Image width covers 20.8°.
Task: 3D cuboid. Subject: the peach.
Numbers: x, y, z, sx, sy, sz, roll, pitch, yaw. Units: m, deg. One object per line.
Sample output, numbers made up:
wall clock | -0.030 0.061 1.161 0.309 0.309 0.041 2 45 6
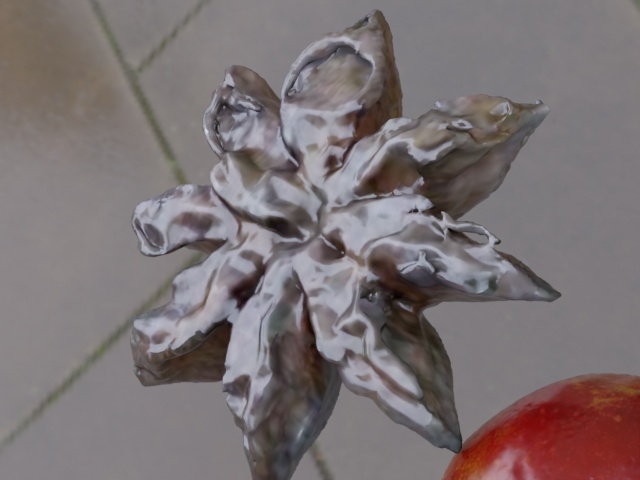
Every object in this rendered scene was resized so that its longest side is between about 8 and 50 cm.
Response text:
peach | 0.180 0.200 1.073 0.199 0.243 0.243 28 95 59

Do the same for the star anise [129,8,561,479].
star anise | -0.001 0.002 1.120 0.332 0.117 0.331 -13 65 30
